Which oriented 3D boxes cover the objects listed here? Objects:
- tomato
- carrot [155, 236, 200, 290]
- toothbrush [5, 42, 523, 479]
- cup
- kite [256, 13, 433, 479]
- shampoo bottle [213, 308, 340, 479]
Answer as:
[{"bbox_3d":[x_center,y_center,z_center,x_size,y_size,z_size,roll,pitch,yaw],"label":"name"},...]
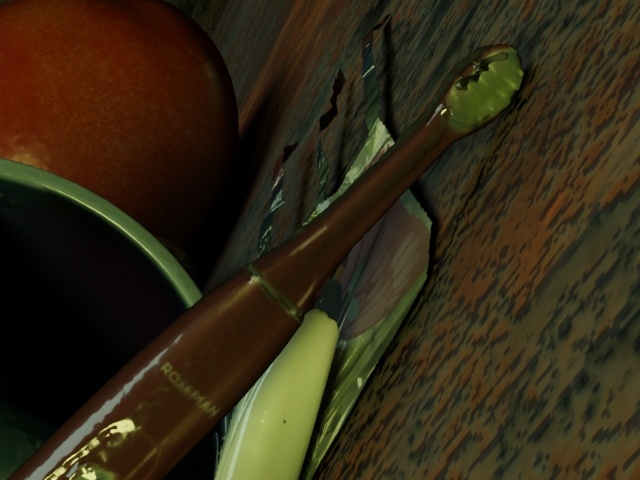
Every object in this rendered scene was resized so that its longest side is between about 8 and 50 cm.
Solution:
[{"bbox_3d":[-0.227,-0.062,1.043,0.341,0.273,0.341,-26,-14,-7],"label":"tomato"},{"bbox_3d":[-0.165,0.082,0.875,0.225,0.159,0.159,-42,23,30],"label":"carrot"},{"bbox_3d":[-0.057,0.060,0.400,0.364,0.041,0.041,-44,11,-5],"label":"toothbrush"},{"bbox_3d":[-0.190,0.172,0.593,0.256,0.331,0.311,-24,-17,-32],"label":"cup"},{"bbox_3d":[-0.003,-0.002,0.587,0.204,0.022,0.360,-58,15,28],"label":"kite"},{"bbox_3d":[-0.027,0.096,0.444,0.049,0.034,0.141,-12,60,64],"label":"shampoo bottle"}]
